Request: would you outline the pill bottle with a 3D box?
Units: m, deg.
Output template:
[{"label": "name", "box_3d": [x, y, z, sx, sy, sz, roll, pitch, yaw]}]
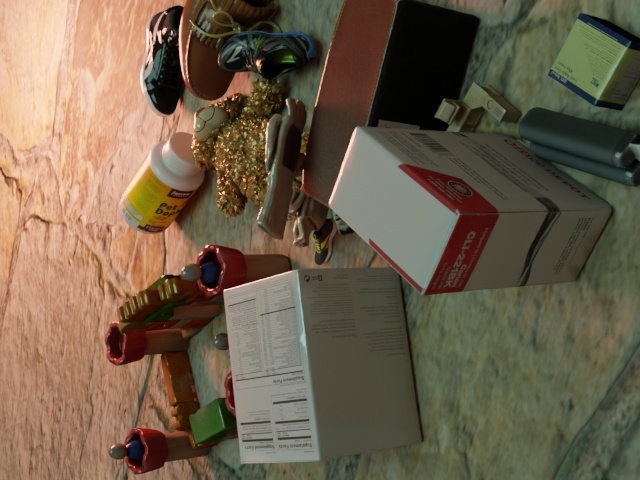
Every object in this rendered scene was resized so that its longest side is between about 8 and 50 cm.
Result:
[{"label": "pill bottle", "box_3d": [-0.304, -0.114, 1.831, 0.215, 0.117, 0.117, -47, 55, 40]}]

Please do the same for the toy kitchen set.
[{"label": "toy kitchen set", "box_3d": [0.205, -0.159, 1.250, 0.075, 0.068, 0.083, 51, 127, 38]}]

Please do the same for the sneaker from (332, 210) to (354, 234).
[{"label": "sneaker", "box_3d": [0.032, -0.059, 1.457, 0.098, 0.038, 0.069, 88, 170, -62]}]

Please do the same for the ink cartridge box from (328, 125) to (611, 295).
[{"label": "ink cartridge box", "box_3d": [0.181, -0.041, 1.121, 0.197, 0.272, 0.114, 46, 127, 41]}]

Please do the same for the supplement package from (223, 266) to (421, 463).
[{"label": "supplement package", "box_3d": [-0.001, 0.186, 1.391, 0.198, 0.199, 0.263, -18, 76, 49]}]

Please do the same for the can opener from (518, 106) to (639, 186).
[{"label": "can opener", "box_3d": [0.358, -0.108, 1.078, 0.280, 0.074, 0.093, 21, 71, 47]}]

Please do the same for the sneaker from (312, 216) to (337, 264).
[{"label": "sneaker", "box_3d": [0.000, 0.000, 1.522, 0.031, 0.035, 0.083, 32, 114, 47]}]

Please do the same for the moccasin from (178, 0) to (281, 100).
[{"label": "moccasin", "box_3d": [-0.142, -0.422, 1.638, 0.147, 0.139, 0.380, 46, 113, 50]}]

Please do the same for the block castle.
[{"label": "block castle", "box_3d": [-0.226, 0.214, 1.656, 0.453, 0.212, 0.303, -35, 63, 45]}]

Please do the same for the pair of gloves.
[{"label": "pair of gloves", "box_3d": [-0.036, -0.096, 1.395, 0.042, 0.240, 0.204, 8, 85, 20]}]

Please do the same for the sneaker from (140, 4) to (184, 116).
[{"label": "sneaker", "box_3d": [-0.298, -0.363, 1.856, 0.121, 0.079, 0.217, -13, 78, 51]}]

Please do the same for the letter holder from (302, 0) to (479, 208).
[{"label": "letter holder", "box_3d": [0.067, -0.207, 1.357, 0.214, 0.152, 0.302, 32, 114, 48]}]

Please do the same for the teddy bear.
[{"label": "teddy bear", "box_3d": [-0.123, -0.157, 1.618, 0.245, 0.113, 0.338, -58, 49, 30]}]

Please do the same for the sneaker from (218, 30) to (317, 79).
[{"label": "sneaker", "box_3d": [-0.099, -0.311, 1.573, 0.188, 0.078, 0.067, 3, 131, 30]}]

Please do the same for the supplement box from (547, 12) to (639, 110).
[{"label": "supplement box", "box_3d": [0.332, -0.211, 1.106, 0.083, 0.056, 0.083, 47, 123, 40]}]
